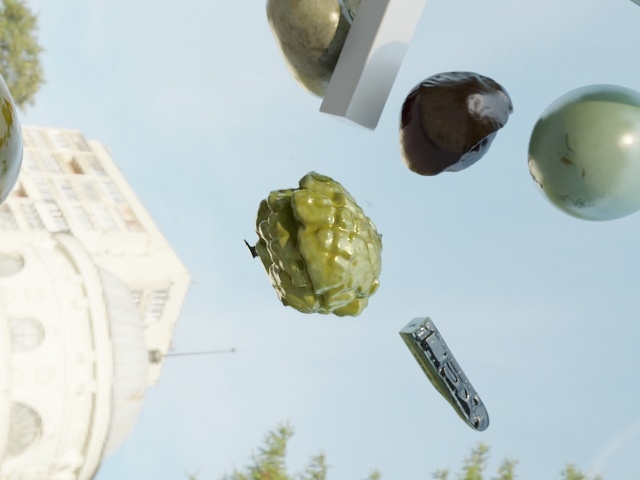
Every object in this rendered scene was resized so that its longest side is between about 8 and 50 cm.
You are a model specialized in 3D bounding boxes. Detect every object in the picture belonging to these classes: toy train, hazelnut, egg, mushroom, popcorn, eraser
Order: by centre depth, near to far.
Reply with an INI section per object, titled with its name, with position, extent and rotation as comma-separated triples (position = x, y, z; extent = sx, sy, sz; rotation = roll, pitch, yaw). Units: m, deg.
[popcorn]
position = -0.010, 0.006, 0.980
extent = 0.142, 0.173, 0.173
rotation = -44, -137, -4
[egg]
position = 0.413, -0.129, 1.261
extent = 0.203, 0.283, 0.202
rotation = 8, -76, 34
[hazelnut]
position = 0.220, -0.193, 1.392
extent = 0.170, 0.202, 0.160
rotation = 40, -43, 49
[eraser]
position = 0.097, -0.337, 1.432
extent = 0.078, 0.076, 0.298
rotation = 24, -87, 50
[toy train]
position = 0.223, 0.241, 1.507
extent = 0.233, 0.052, 0.051
rotation = 57, -26, -13
[mushroom]
position = 0.020, -0.363, 1.539
extent = 0.195, 0.253, 0.189
rotation = -22, -132, 7

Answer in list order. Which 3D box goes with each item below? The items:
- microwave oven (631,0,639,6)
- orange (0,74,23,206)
[microwave oven]
position = 0.334, -0.306, 0.675
extent = 0.240, 0.194, 0.145
rotation = -36, -150, 58
[orange]
position = -0.454, -0.106, 0.887
extent = 0.279, 0.279, 0.235
rotation = -29, -107, 51
